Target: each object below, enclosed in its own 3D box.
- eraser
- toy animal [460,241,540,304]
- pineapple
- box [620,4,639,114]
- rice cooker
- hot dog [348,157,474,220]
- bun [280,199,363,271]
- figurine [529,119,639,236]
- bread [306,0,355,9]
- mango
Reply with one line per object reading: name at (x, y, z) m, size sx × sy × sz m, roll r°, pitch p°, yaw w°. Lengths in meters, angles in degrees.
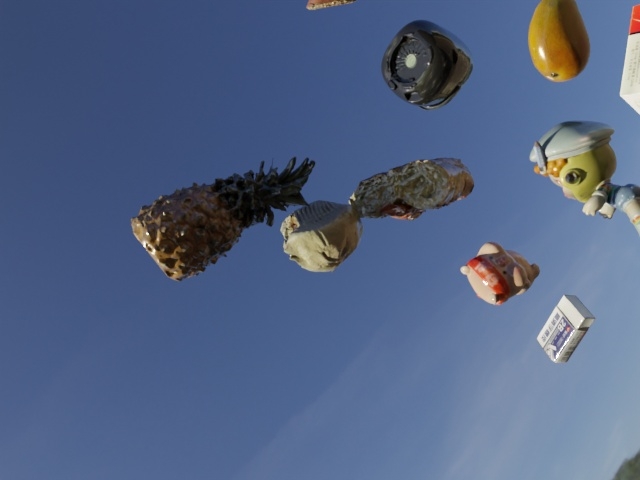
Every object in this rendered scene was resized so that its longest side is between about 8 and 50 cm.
eraser at (0.840, 0.304, 1.888) m, size 0.067 × 0.125 × 0.210 m, roll 5°, pitch -56°, yaw -16°
toy animal at (0.491, 0.092, 1.517) m, size 0.197 × 0.171 × 0.172 m, roll -9°, pitch -60°, yaw -44°
pineapple at (-0.164, -0.063, 1.012) m, size 0.340 × 0.169 × 0.169 m, roll -31°, pitch -45°, yaw -6°
box at (0.533, -0.290, 0.887) m, size 0.100 × 0.048 × 0.152 m, roll 15°, pitch -94°, yaw -42°
rice cooker at (0.331, -0.550, 1.736) m, size 0.224 × 0.267 × 0.267 m, roll -14°, pitch -57°, yaw -49°
hot dog at (0.352, -0.176, 1.955) m, size 0.365 × 0.367 × 0.196 m, roll -19°, pitch -86°, yaw -54°
bun at (0.014, -0.007, 1.795) m, size 0.281 × 0.281 × 0.205 m, roll -36°, pitch -59°, yaw -26°
figurine at (0.736, -0.164, 1.421) m, size 0.224 × 0.382 × 0.205 m, roll -19°, pitch -30°, yaw -52°
bread at (0.054, -0.644, 1.355) m, size 0.119 × 0.067 × 0.193 m, roll 19°, pitch -74°, yaw -14°
mango at (0.689, -0.590, 1.602) m, size 0.175 × 0.139 × 0.255 m, roll -24°, pitch -81°, yaw -27°
